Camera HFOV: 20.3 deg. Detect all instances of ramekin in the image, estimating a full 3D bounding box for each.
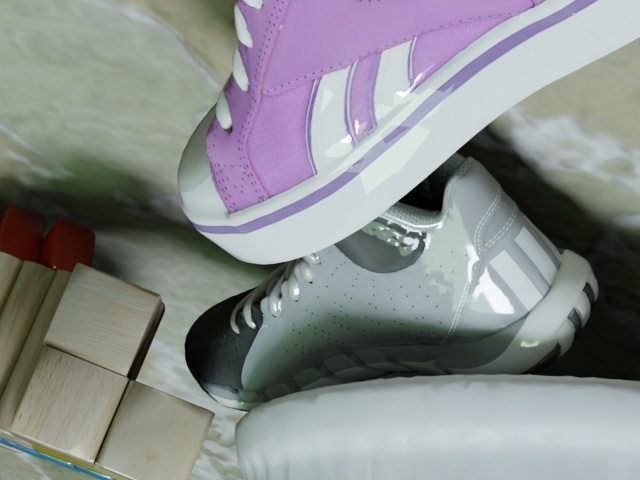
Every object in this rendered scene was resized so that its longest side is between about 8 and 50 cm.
[{"bbox_3d":[0.096,0.154,0.812,0.277,0.135,0.277,3,163,1],"label":"ramekin"}]

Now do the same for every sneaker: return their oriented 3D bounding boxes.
[{"bbox_3d":[0.001,-0.102,0.577,0.161,0.102,0.282,35,139,-17],"label":"sneaker"},{"bbox_3d":[0.000,0.000,0.778,0.229,0.086,0.132,-13,126,42],"label":"sneaker"}]

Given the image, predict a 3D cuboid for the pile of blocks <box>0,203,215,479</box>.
[{"bbox_3d":[-0.172,0.042,0.930,0.362,0.112,0.149,13,165,37],"label":"pile of blocks"}]
